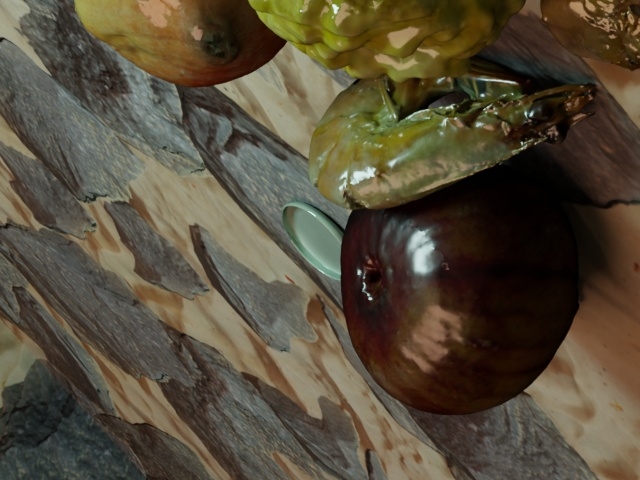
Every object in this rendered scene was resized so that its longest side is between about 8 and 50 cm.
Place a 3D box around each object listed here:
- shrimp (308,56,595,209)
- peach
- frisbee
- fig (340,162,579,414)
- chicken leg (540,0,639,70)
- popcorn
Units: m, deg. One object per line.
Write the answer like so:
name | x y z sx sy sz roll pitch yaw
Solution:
shrimp | 0.105 -0.099 1.461 0.267 0.145 0.061 -12 143 37
peach | -0.110 -0.224 1.498 0.232 0.232 0.232 37 156 20
frisbee | 0.000 0.000 1.941 0.110 0.014 0.110 39 156 21
fig | 0.124 0.033 1.560 0.235 0.214 0.235 161 90 -79
chicken leg | 0.247 -0.146 1.193 0.207 0.085 0.101 24 139 25
popcorn | 0.046 -0.225 1.254 0.235 0.216 0.181 -8 167 30
